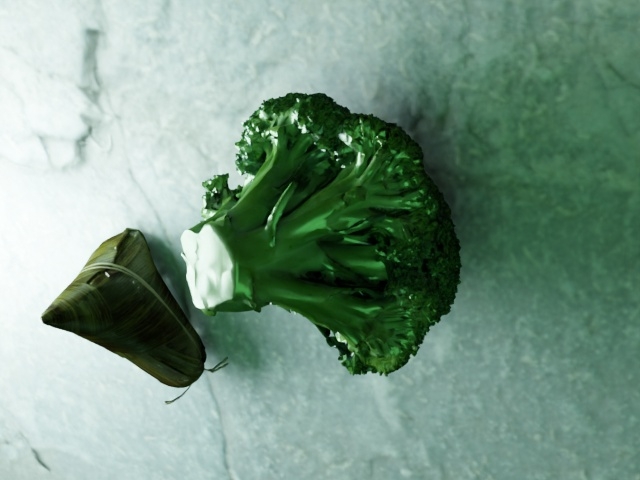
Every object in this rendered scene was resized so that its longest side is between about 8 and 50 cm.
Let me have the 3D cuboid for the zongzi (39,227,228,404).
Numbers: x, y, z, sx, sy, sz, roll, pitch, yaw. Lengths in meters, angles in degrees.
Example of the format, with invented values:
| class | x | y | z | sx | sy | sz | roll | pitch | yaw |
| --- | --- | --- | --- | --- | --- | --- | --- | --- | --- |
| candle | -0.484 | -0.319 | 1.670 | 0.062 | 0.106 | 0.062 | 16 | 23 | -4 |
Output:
| class | x | y | z | sx | sy | sz | roll | pitch | yaw |
| --- | --- | --- | --- | --- | --- | --- | --- | --- | --- |
| zongzi | -0.194 | 0.106 | 1.397 | 0.084 | 0.184 | 0.187 | -24 | 107 | 27 |

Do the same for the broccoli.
| class | x | y | z | sx | sy | sz | roll | pitch | yaw |
| --- | --- | --- | --- | --- | --- | --- | --- | --- | --- |
| broccoli | 0.000 | 0.000 | 1.244 | 0.261 | 0.242 | 0.269 | -28 | 76 | 52 |
